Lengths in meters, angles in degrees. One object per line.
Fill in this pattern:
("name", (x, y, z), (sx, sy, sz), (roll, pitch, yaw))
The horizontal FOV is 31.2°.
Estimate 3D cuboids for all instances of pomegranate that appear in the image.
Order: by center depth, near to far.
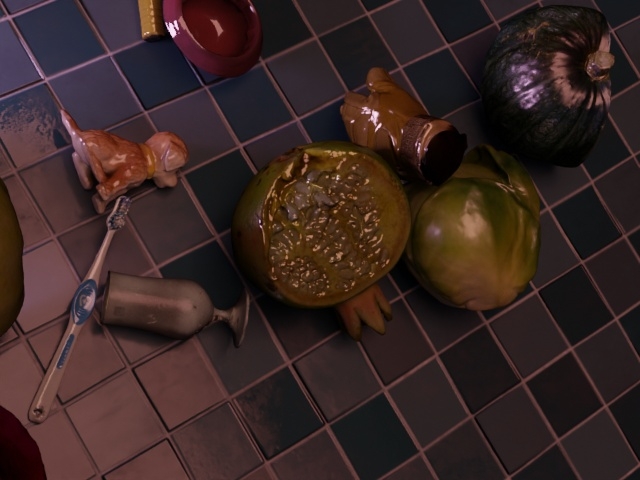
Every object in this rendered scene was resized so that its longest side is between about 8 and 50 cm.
("pomegranate", (0.000, 0.000, 1.948), (0.310, 0.216, 0.358), (-35, 119, -22))

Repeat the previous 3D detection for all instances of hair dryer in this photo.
("hair dryer", (-0.300, -0.491, 2.047), (0.135, 0.090, 0.279), (-4, 82, -24))

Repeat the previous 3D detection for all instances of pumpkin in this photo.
("pumpkin", (0.411, -0.296, 2.153), (0.197, 0.263, 0.293), (4, 72, -13))

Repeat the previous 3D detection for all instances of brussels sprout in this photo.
("brussels sprout", (0.261, -0.022, 2.027), (0.259, 0.227, 0.294), (-5, 86, -25))

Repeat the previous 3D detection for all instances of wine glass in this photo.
("wine glass", (-0.238, 0.110, 1.870), (0.231, 0.103, 0.103), (11, 71, -15))

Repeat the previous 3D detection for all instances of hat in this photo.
("hat", (-0.195, -0.379, 2.035), (0.205, 0.089, 0.205), (11, 69, -31))

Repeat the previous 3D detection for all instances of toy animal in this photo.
("toy animal", (-0.321, -0.162, 1.922), (0.185, 0.104, 0.184), (-22, 84, -21))

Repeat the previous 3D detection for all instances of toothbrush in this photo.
("toothbrush", (-0.381, 0.106, 1.827), (0.040, 0.040, 0.386), (23, 81, -13))

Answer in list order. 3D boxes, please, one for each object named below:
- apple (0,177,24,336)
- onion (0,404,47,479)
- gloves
("apple", (-0.590, 0.037, 1.641), (0.360, 0.320, 0.312), (-15, 78, -34))
("onion", (-0.516, 0.346, 1.544), (0.348, 0.385, 0.348), (13, 67, -34))
("gloves", (0.123, -0.195, 2.015), (0.141, 0.331, 0.154), (-38, 124, -9))
